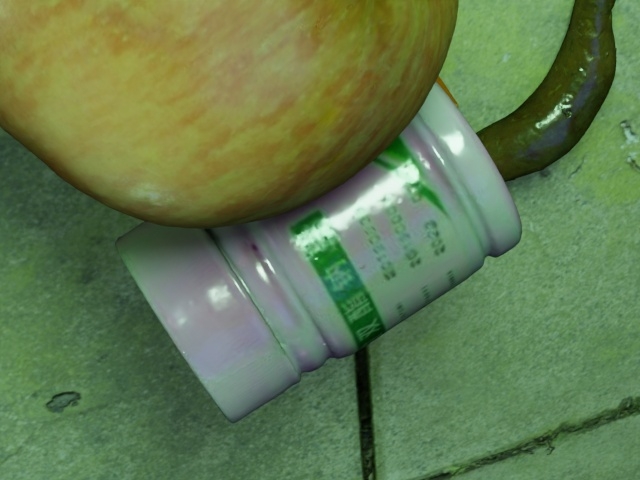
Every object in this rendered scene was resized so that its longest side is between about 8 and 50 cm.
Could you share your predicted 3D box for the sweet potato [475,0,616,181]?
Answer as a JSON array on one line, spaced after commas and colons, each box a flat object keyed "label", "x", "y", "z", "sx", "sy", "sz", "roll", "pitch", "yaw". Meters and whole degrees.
[{"label": "sweet potato", "x": 0.245, "y": -0.153, "z": 1.777, "sx": 0.108, "sy": 0.079, "sz": 0.346, "roll": 25, "pitch": 113, "yaw": -27}]

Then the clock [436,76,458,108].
[{"label": "clock", "x": 0.015, "y": -0.095, "z": 1.691, "sx": 0.255, "sy": 0.106, "sz": 0.220, "roll": -32, "pitch": 137, "yaw": 3}]

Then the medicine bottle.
[{"label": "medicine bottle", "x": 0.000, "y": 0.000, "z": 1.546, "sx": 0.325, "sy": 0.212, "sz": 0.212, "roll": -32, "pitch": 137, "yaw": -4}]

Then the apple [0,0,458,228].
[{"label": "apple", "x": -0.086, "y": -0.202, "z": 1.334, "sx": 0.346, "sy": 0.391, "sz": 0.391, "roll": -34, "pitch": 138, "yaw": 23}]
